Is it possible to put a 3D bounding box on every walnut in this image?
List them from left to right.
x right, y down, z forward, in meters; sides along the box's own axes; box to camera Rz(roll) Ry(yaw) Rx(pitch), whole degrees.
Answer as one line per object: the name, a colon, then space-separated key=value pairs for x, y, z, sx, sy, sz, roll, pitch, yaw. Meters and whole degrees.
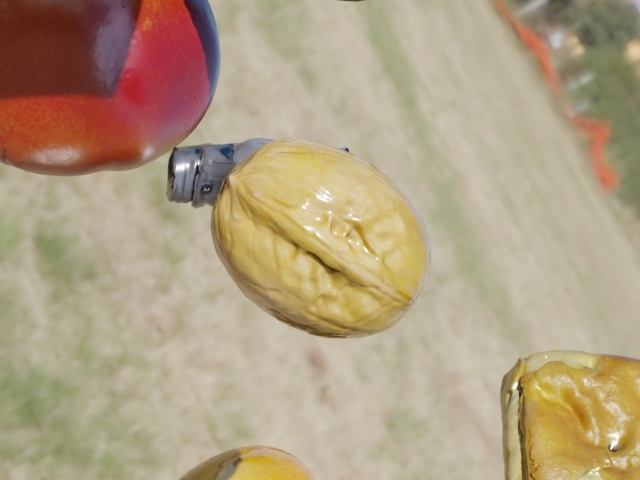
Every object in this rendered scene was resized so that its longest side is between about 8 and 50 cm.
walnut: x=0.000 y=0.000 z=1.576 sx=0.206 sy=0.159 sz=0.159 roll=35 pitch=19 yaw=-20

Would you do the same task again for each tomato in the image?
tomato: x=-0.246 y=-0.213 z=1.838 sx=0.226 sy=0.298 sz=0.298 roll=102 pitch=-24 yaw=-44

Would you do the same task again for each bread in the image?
bread: x=0.282 y=0.197 z=1.651 sx=0.210 sy=0.235 sz=0.099 roll=-88 pitch=-169 yaw=-46

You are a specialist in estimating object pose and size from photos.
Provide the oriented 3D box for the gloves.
gloves: x=-0.057 y=-0.073 z=2.246 sx=0.142 sy=0.285 sz=0.119 roll=98 pitch=12 yaw=-44

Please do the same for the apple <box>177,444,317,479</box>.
apple: x=-0.077 y=0.394 z=2.103 sx=0.299 sy=0.275 sz=0.299 roll=36 pitch=-16 yaw=12
